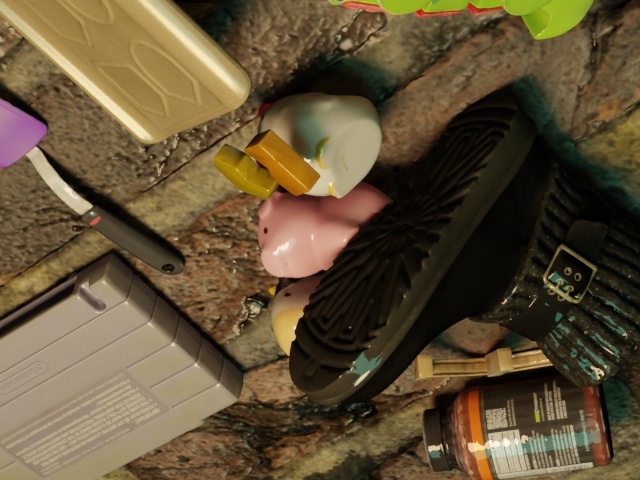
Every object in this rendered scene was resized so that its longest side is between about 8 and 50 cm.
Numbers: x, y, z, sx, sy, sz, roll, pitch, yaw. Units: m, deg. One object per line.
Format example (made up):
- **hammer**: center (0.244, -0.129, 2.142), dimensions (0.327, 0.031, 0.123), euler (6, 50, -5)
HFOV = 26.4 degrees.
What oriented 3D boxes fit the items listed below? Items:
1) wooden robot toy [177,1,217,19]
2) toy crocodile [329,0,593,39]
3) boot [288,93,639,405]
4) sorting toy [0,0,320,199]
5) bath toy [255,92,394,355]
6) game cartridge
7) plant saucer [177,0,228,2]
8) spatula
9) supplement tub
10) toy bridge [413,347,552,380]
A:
- **wooden robot toy**: center (-0.056, -0.260, 1.168), dimensions (0.173, 0.076, 0.079), euler (-27, 87, 24)
- **toy crocodile**: center (0.088, -0.222, 1.078), dimensions (0.340, 0.115, 0.105), euler (-5, 140, -39)
- **boot**: center (0.158, 0.067, 1.267), dimensions (0.260, 0.131, 0.348), euler (45, 77, -26)
- **sorting toy**: center (-0.140, -0.148, 1.184), dimensions (0.307, 0.041, 0.229), euler (43, 158, -16)
- **bath toy**: center (0.000, 0.000, 1.332), dimensions (0.129, 0.151, 0.348), euler (31, 146, 39)
- **game cartridge**: center (-0.287, 0.171, 1.535), dimensions (0.355, 0.068, 0.230), euler (-29, 126, 25)
- **plant saucer**: center (-0.113, -0.329, 1.063), dimensions (0.310, 0.050, 0.311), euler (5, 117, 11)
- **spatula**: center (-0.250, -0.048, 1.365), dimensions (0.084, 0.030, 0.296), euler (-34, 120, 29)
- **supplement tub**: center (0.214, 0.205, 1.489), dimensions (0.197, 0.106, 0.106), euler (-9, 128, 13)
- **toy bridge**: center (0.191, 0.130, 1.459), dimensions (0.188, 0.026, 0.063), euler (-5, 168, -8)
